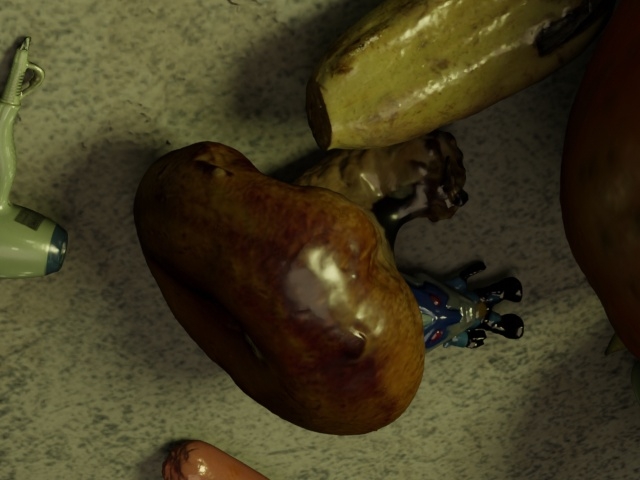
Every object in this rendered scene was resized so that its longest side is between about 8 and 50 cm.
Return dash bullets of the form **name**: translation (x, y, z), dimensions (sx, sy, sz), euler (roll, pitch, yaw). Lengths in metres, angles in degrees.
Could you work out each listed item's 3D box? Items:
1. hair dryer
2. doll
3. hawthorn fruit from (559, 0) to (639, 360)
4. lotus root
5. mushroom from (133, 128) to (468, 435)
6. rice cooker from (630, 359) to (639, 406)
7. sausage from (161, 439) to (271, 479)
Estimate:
- **hair dryer**: translation (-0.291, -0.059, 0.819), dimensions (0.167, 0.067, 0.199), euler (-3, 116, -2)
- **doll**: translation (0.093, 0.068, 0.976), dimensions (0.195, 0.070, 0.095), euler (-3, 97, -13)
- **hawthorn fruit**: translation (0.347, -0.043, 0.745), dimensions (0.403, 0.402, 0.402), euler (-5, 127, -7)
- **lotus root**: translation (0.103, -0.150, 0.783), dimensions (0.259, 0.097, 0.110), euler (-26, 95, -3)
- **mushroom**: translation (-0.017, 0.033, 0.858), dimensions (0.255, 0.267, 0.267), euler (-17, 137, -43)
- **rice cooker**: translation (0.477, 0.180, 0.986), dimensions (0.325, 0.335, 0.335), euler (-38, 124, 17)
- **sausage**: translation (-0.095, 0.257, 1.080), dimensions (0.062, 0.062, 0.154), euler (-40, 122, 19)
